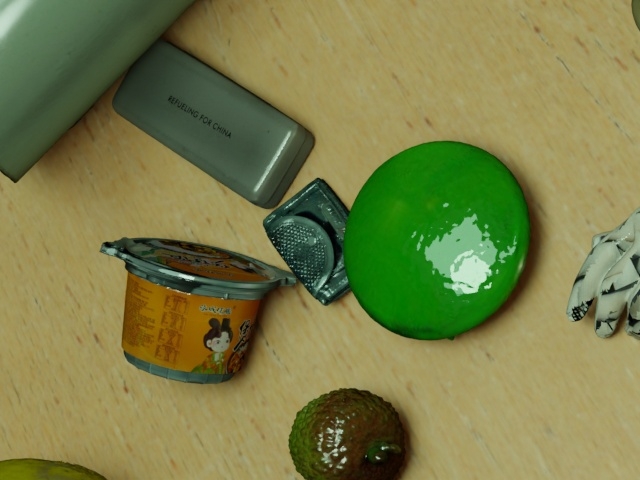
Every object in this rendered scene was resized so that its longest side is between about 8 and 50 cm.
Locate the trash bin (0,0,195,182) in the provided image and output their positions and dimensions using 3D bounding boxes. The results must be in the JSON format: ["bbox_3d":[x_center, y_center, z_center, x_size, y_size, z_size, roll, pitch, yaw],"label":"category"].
[{"bbox_3d":[-0.282,-0.302,2.116,0.280,0.280,0.432,39,86,31],"label":"trash bin"}]

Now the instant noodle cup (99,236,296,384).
[{"bbox_3d":[-0.140,0.079,2.048,0.208,0.177,0.126,12,99,2],"label":"instant noodle cup"}]

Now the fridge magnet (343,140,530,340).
[{"bbox_3d":[0.119,0.000,1.958,0.208,0.088,0.208,-8,73,27],"label":"fridge magnet"}]

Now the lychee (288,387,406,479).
[{"bbox_3d":[0.028,0.205,1.943,0.146,0.114,0.114,4,79,52],"label":"lychee"}]

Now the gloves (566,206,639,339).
[{"bbox_3d":[0.323,0.019,1.832,0.212,0.111,0.128,-28,70,12],"label":"gloves"}]

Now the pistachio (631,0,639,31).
[{"bbox_3d":[0.395,-0.210,1.835,0.215,0.144,0.144,31,94,26],"label":"pistachio"}]

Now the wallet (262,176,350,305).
[{"bbox_3d":[0.000,0.000,2.052,0.088,0.026,0.129,-37,60,-1],"label":"wallet"}]

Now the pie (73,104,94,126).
[{"bbox_3d":[-0.368,-0.217,2.303,0.273,0.069,0.273,-6,79,30],"label":"pie"}]

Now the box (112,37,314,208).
[{"bbox_3d":[-0.122,-0.133,2.148,0.243,0.055,0.103,34,95,31],"label":"box"}]

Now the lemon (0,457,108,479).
[{"bbox_3d":[-0.305,0.353,2.010,0.310,0.258,0.258,-15,71,29],"label":"lemon"}]
